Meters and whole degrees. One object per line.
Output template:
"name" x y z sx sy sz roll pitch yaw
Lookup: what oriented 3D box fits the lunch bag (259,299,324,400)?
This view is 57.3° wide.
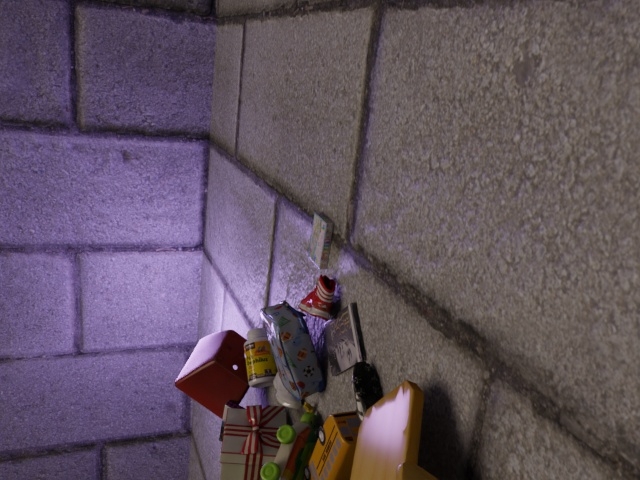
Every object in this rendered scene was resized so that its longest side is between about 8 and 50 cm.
"lunch bag" -0.097 0.342 1.883 0.243 0.115 0.303 -159 53 -68

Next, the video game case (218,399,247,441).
"video game case" -0.290 0.770 2.333 0.232 0.042 0.210 23 121 17

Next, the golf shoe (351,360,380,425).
"golf shoe" 0.113 0.413 1.505 0.094 0.077 0.198 123 142 -53

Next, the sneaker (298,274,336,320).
"sneaker" 0.002 0.171 1.805 0.128 0.087 0.221 -69 17 -5

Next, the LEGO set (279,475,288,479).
"LEGO set" -0.052 0.800 1.647 0.060 0.244 0.182 -32 33 24

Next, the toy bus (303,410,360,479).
"toy bus" 0.049 0.606 1.621 0.130 0.108 0.332 -119 37 -47

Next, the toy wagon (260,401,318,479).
"toy wagon" -0.073 0.666 1.803 0.267 0.068 0.344 70 -144 -46

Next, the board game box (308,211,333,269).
"board game box" 0.000 0.000 1.835 0.103 0.026 0.154 -134 48 -59

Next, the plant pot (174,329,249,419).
"plant pot" -0.388 0.525 2.409 0.236 0.267 0.267 -42 15 39

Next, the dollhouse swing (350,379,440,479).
"dollhouse swing" 0.217 0.533 1.243 0.305 0.315 0.347 -56 -2 -39

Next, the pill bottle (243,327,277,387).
"pill bottle" -0.234 0.456 2.282 0.117 0.117 0.215 127 137 -55

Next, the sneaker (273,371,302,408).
"sneaker" -0.114 0.507 2.062 0.212 0.080 0.094 42 117 62

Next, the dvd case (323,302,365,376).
"dvd case" 0.065 0.290 1.693 0.221 0.018 0.164 132 133 -58

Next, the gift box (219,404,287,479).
"gift box" -0.220 0.747 2.098 0.255 0.276 0.258 -106 20 -63
